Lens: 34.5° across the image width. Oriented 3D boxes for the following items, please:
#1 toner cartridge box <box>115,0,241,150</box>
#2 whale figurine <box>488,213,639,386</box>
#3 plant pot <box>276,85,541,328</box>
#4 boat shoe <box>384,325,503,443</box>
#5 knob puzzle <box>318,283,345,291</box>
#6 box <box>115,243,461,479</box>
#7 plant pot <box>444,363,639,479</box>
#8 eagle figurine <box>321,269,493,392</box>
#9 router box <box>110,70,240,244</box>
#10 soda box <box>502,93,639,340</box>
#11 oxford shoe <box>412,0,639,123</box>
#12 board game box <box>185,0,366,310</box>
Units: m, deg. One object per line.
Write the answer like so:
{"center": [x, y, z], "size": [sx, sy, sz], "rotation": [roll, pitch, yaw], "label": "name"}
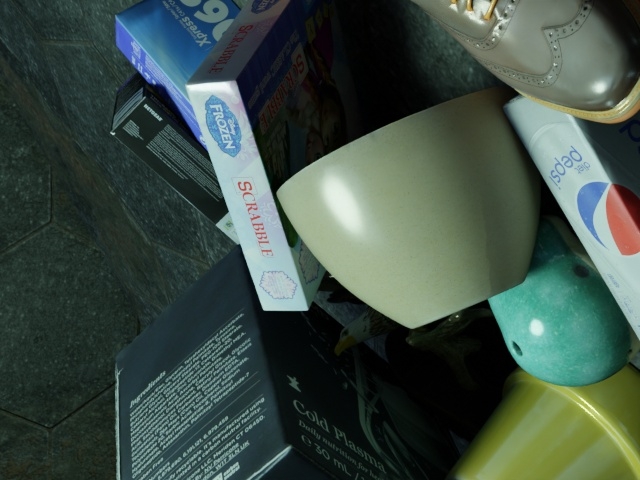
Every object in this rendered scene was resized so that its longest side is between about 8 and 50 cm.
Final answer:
{"center": [-0.134, -0.228, 1.512], "size": [0.348, 0.165, 0.075], "rotation": [48, 157, 13], "label": "toner cartridge box"}
{"center": [0.242, 0.059, 1.200], "size": [0.272, 0.141, 0.216], "rotation": [42, 156, 33], "label": "whale figurine"}
{"center": [0.119, -0.017, 1.100], "size": [0.191, 0.284, 0.284], "rotation": [67, 158, 5], "label": "plant pot"}
{"center": [0.211, 0.245, 1.570], "size": [0.307, 0.111, 0.104], "rotation": [42, 162, 41], "label": "boat shoe"}
{"center": [0.000, 0.000, 1.583], "size": [0.213, 0.213, 0.030], "rotation": [82, 169, -49], "label": "knob puzzle"}
{"center": [-0.018, 0.337, 1.438], "size": [0.480, 0.297, 0.471], "rotation": [41, -168, -28], "label": "box"}
{"center": [0.295, 0.290, 1.298], "size": [0.254, 0.239, 0.254], "rotation": [43, 156, 25], "label": "plant pot"}
{"center": [0.086, 0.068, 1.433], "size": [0.298, 0.225, 0.226], "rotation": [46, 144, 45], "label": "eagle figurine"}
{"center": [-0.189, -0.129, 1.634], "size": [0.309, 0.081, 0.243], "rotation": [43, -170, -22], "label": "router box"}
{"center": [0.301, -0.041, 0.998], "size": [0.286, 0.098, 0.091], "rotation": [58, 157, -8], "label": "soda box"}
{"center": [0.143, -0.214, 0.907], "size": [0.363, 0.133, 0.130], "rotation": [47, 123, 43], "label": "oxford shoe"}
{"center": [-0.033, -0.135, 1.259], "size": [0.066, 0.318, 0.318], "rotation": [0, 129, 21], "label": "board game box"}
